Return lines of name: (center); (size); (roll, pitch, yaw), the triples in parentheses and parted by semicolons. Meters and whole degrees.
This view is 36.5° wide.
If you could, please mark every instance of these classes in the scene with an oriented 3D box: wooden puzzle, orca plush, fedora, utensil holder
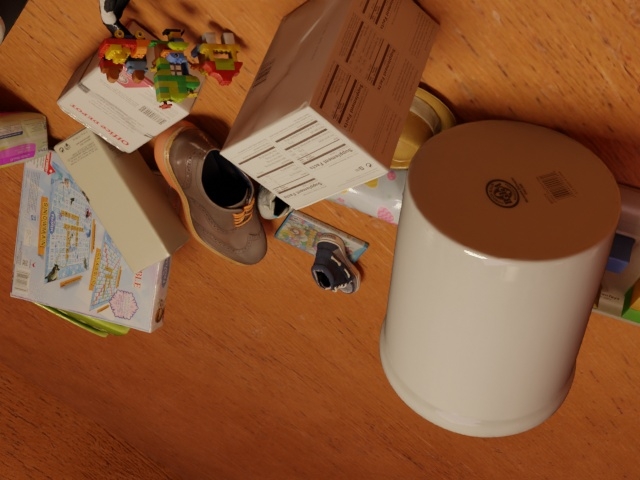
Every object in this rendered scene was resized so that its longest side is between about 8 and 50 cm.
wooden puzzle: (0.519, 0.052, 1.625); (0.322, 0.081, 0.348); (18, 150, 5)
orca plush: (-0.265, -0.379, 1.373); (0.102, 0.151, 0.287); (-9, 150, -12)
fedora: (0.114, -0.169, 1.508); (0.194, 0.079, 0.194); (16, 150, 9)
utensil holder: (0.261, 0.057, 1.485); (0.327, 0.328, 0.386); (13, 137, 12)

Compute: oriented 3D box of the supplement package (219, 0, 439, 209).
supplement package: (0.015, -0.205, 1.320); (0.145, 0.262, 0.204); (37, 147, -25)

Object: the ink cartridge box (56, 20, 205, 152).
ink cartridge box: (-0.320, -0.250, 1.626); (0.158, 0.092, 0.217); (36, 145, -25)

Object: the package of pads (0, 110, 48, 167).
package of pads: (-0.701, -0.188, 1.819); (0.296, 0.229, 0.101); (5, 106, 20)

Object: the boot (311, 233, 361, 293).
boot: (0.025, 0.073, 1.927); (0.069, 0.086, 0.190); (5, 147, 25)

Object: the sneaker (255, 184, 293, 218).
sneaker: (-0.081, -0.072, 1.788); (0.071, 0.083, 0.191); (24, 152, -11)

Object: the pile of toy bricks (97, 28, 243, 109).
pile of toy bricks: (-0.231, -0.251, 1.468); (0.212, 0.105, 0.118); (-5, 170, -30)

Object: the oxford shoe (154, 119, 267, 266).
oxford shoe: (-0.175, -0.059, 1.780); (0.132, 0.130, 0.364); (27, 159, 39)

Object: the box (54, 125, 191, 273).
box: (-0.359, -0.087, 1.776); (0.094, 0.113, 0.275); (-26, 100, 23)

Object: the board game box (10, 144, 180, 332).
board game box: (-0.448, -0.008, 1.928); (0.317, 0.319, 0.066); (14, -167, 13)

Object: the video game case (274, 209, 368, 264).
video game case: (0.000, 0.000, 1.925); (0.166, 0.015, 0.119); (25, 150, -8)

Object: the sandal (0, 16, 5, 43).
sandal: (-0.635, -0.278, 1.541); (0.169, 0.102, 0.416); (33, 149, -21)

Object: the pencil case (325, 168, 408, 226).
pencil case: (0.057, -0.105, 1.613); (0.273, 0.114, 0.124); (20, 179, 1)

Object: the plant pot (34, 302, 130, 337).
plant pot: (-0.512, 0.083, 2.178); (0.228, 0.227, 0.207); (29, 155, -16)

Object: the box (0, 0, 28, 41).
box: (-0.596, -0.362, 1.593); (0.153, 0.108, 0.207); (34, 147, -23)
